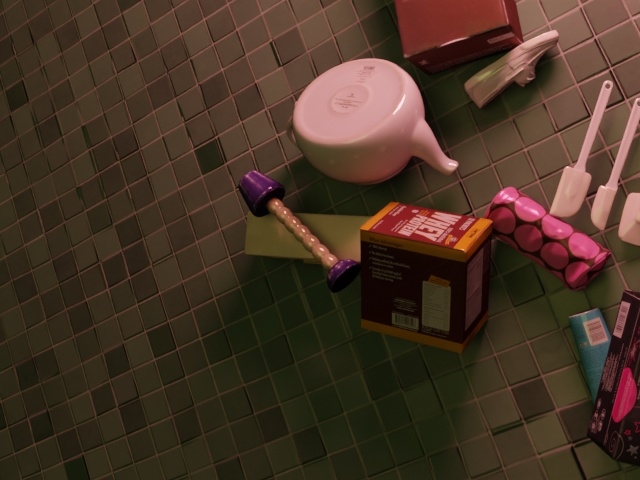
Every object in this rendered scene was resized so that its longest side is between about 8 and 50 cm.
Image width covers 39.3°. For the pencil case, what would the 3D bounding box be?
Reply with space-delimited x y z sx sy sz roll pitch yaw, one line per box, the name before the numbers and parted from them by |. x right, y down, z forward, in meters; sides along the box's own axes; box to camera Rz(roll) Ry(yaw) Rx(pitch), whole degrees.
pencil case | 0.374 0.001 1.503 0.209 0.095 0.098 37 103 22

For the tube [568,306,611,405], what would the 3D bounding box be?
tube | 0.465 0.215 1.465 0.080 0.052 0.207 -21 82 26

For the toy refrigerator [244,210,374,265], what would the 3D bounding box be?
toy refrigerator | 0.000 0.000 1.681 0.270 0.102 0.094 3 87 26

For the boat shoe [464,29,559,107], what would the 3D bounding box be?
boat shoe | 0.340 -0.296 1.563 0.184 0.066 0.063 -31 87 18

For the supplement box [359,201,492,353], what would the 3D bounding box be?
supplement box | 0.179 0.059 1.530 0.191 0.129 0.194 12 119 27

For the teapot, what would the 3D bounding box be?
teapot | 0.077 -0.191 1.623 0.253 0.187 0.256 -26 47 3

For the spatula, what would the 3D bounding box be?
spatula | 0.495 -0.128 1.470 0.168 0.019 0.241 20 88 8

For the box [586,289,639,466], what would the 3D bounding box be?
box | 0.519 0.213 1.357 0.142 0.163 0.247 15 91 2

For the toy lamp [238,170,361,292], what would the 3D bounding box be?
toy lamp | -0.046 -0.023 1.605 0.274 0.080 0.080 45 105 23

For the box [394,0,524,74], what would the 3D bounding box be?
box | 0.225 -0.511 1.596 0.191 0.143 0.381 -13 78 24
